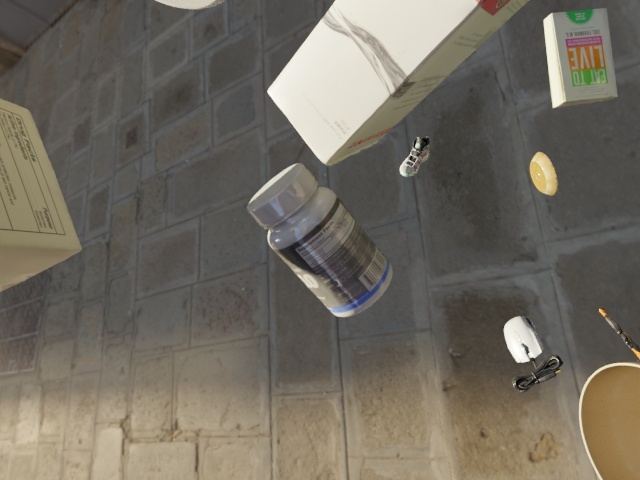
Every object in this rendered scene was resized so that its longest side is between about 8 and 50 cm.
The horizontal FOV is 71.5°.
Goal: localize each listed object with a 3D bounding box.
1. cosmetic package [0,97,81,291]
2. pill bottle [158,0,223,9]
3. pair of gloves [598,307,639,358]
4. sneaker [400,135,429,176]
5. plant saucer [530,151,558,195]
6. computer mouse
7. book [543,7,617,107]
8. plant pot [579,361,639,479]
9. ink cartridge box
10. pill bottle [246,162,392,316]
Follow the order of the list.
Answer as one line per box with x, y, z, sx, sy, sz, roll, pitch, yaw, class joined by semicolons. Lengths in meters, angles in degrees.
-0.325;-0.046;0.280;0.113;0.309;0.160;-26;82;7;cosmetic package
-0.083;-0.289;0.318;0.119;0.119;0.209;2;67;36;pill bottle
0.418;0.135;0.605;0.010;0.074;0.083;-40;100;21;pair of gloves
0.196;-0.181;0.919;0.038;0.069;0.098;25;54;21;sneaker
0.402;-0.119;0.809;0.015;0.083;0.084;-19;65;6;plant saucer
0.439;0.227;0.961;0.106;0.042;0.193;-39;22;22;computer mouse
0.423;-0.296;0.723;0.096;0.035;0.145;-8;90;-4;book
0.620;0.334;0.741;0.284;0.190;0.285;174;90;-76;plant pot
0.099;-0.234;0.509;0.117;0.207;0.283;50;124;1;ink cartridge box
0.000;0.000;0.418;0.078;0.137;0.078;-35;21;16;pill bottle
